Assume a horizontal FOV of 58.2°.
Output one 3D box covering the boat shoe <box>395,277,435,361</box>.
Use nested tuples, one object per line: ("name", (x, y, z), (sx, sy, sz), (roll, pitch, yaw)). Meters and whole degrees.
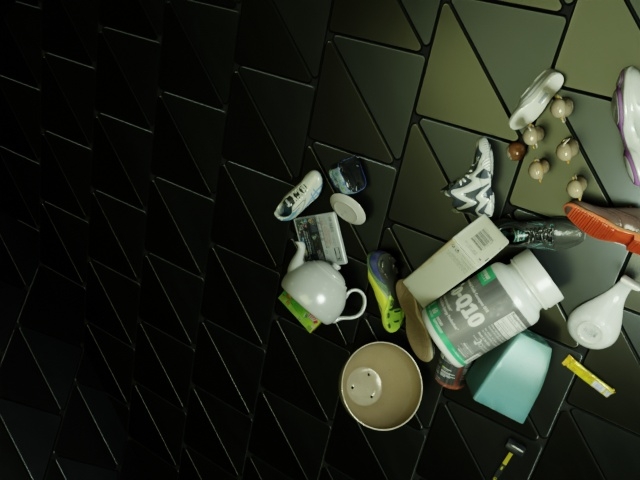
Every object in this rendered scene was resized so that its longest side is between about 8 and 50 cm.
("boat shoe", (0.331, 0.253, 1.885), (0.103, 0.092, 0.285), (-15, 93, 56))

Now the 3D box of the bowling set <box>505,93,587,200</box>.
("bowling set", (0.596, -0.232, 1.551), (0.200, 0.154, 0.287), (-13, 97, 33))

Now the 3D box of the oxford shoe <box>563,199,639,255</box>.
("oxford shoe", (0.787, -0.051, 1.530), (0.271, 0.097, 0.098), (28, 74, 12))

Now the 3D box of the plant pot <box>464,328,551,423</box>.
("plant pot", (0.574, 0.380, 1.721), (0.165, 0.166, 0.234), (27, 101, 0))

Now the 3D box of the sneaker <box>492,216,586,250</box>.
("sneaker", (0.610, -0.010, 1.638), (0.267, 0.106, 0.101), (-1, 101, 29))

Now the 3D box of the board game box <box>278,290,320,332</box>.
("board game box", (-0.065, 0.247, 2.149), (0.181, 0.043, 0.092), (46, 121, 11))

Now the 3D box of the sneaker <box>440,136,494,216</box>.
("sneaker", (0.430, -0.184, 1.699), (0.153, 0.094, 0.235), (0, 114, 22))

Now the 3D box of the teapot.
("teapot", (0.006, 0.159, 1.998), (0.187, 0.256, 0.252), (-48, 51, -3))

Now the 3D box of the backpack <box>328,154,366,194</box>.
("backpack", (0.091, -0.209, 1.893), (0.084, 0.105, 0.114), (-16, 99, 56))

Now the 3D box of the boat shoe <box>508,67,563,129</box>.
("boat shoe", (0.579, -0.390, 1.573), (0.184, 0.066, 0.063), (-59, 28, 31))

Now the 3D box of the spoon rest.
("spoon rest", (0.801, 0.200, 1.611), (0.137, 0.084, 0.276), (35, 132, 19))

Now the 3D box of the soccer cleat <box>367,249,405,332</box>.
("soccer cleat", (0.219, 0.169, 1.949), (0.121, 0.093, 0.289), (15, 120, 59))

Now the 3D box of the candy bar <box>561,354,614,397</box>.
("candy bar", (0.793, 0.404, 1.699), (0.161, 0.018, 0.040), (39, 123, 15))

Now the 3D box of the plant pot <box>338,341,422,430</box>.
("plant pot", (0.179, 0.500, 1.971), (0.284, 0.284, 0.191), (57, 158, 5))

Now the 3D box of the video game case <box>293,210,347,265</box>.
("video game case", (0.000, 0.000, 2.053), (0.173, 0.022, 0.190), (-8, 100, 32))

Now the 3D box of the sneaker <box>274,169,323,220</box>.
("sneaker", (-0.076, -0.152, 2.016), (0.085, 0.086, 0.237), (49, 121, 12))

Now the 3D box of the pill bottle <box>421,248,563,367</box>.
("pill bottle", (0.494, 0.193, 1.664), (0.361, 0.204, 0.204), (-36, 84, 14))

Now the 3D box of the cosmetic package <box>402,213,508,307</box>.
("cosmetic package", (0.390, 0.066, 1.690), (0.113, 0.160, 0.309), (52, 147, 9))

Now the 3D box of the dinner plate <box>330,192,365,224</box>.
("dinner plate", (0.088, -0.101, 1.929), (0.141, 0.017, 0.141), (31, 153, 18))

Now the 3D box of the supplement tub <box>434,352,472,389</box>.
("supplement tub", (0.439, 0.372, 1.849), (0.106, 0.106, 0.198), (22, 114, 24))

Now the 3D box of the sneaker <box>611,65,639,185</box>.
("sneaker", (0.827, -0.294, 1.440), (0.152, 0.114, 0.305), (-15, 101, 19))

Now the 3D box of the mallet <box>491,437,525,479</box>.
("mallet", (0.618, 0.735, 1.893), (0.062, 0.039, 0.189), (21, 119, 22))
